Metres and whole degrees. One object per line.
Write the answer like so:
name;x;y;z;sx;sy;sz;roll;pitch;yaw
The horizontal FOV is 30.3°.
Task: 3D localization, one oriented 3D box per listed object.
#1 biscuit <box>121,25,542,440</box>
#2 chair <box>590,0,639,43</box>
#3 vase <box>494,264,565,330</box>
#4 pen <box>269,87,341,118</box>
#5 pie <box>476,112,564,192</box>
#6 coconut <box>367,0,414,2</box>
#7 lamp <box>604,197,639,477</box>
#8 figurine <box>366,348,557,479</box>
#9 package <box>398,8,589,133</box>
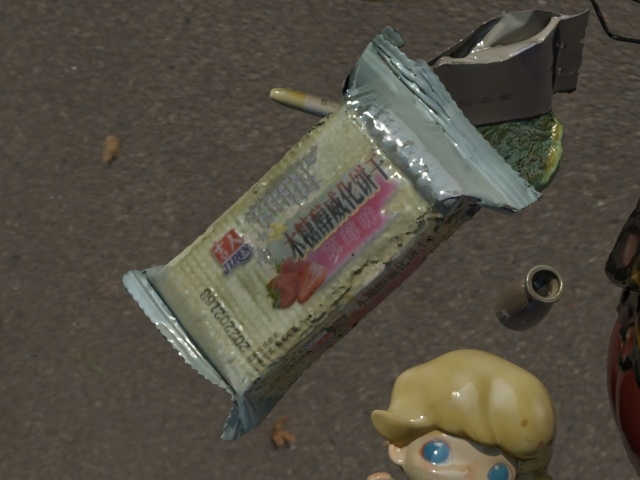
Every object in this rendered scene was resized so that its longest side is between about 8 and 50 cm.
biscuit;-0.002;-0.004;0.941;0.309;0.079;0.186;-42;70;13
chair;0.470;-0.307;1.482;0.221;0.145;0.140;32;87;37
vase;0.226;0.061;1.274;0.053;0.101;0.053;3;71;-8
pen;0.038;-0.192;1.782;0.233;0.040;0.032;16;113;-2
pie;0.269;-0.144;1.743;0.187;0.041;0.187;0;77;-2
coconut;0.094;-0.453;1.554;0.323;0.323;0.323;3;96;25
lamp;0.305;0.049;0.694;0.257;0.303;0.303;34;109;-2
figurine;0.081;0.164;0.777;0.114;0.108;0.196;14;56;25
package;0.175;-0.177;1.338;0.251;0.204;0.062;-19;71;2
